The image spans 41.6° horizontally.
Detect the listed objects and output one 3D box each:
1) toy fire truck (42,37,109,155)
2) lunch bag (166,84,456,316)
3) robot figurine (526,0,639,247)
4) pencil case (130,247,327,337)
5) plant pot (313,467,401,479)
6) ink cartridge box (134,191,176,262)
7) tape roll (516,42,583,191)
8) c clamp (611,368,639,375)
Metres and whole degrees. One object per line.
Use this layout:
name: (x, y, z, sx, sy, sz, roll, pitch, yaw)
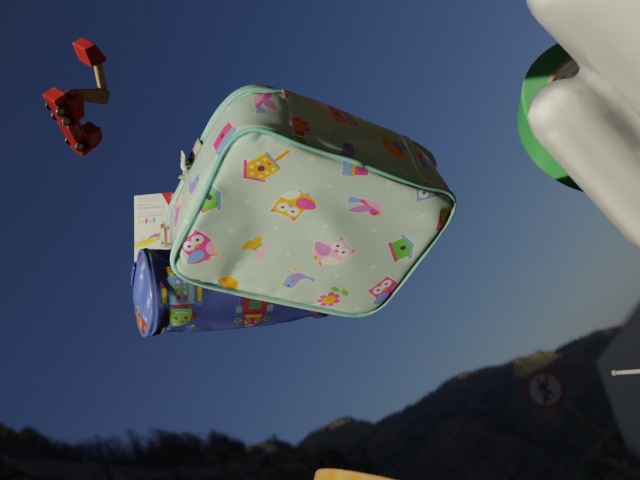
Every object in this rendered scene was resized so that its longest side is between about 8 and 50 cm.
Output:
toy fire truck: (-0.449, -0.270, 1.601, 0.135, 0.047, 0.192, -41, -41, -22)
lunch bag: (-0.020, -0.029, 0.894, 0.279, 0.108, 0.224, 16, -53, -25)
robot figurine: (0.259, -0.131, 0.468, 0.300, 0.353, 0.200, -44, 14, 16)
pencil case: (-0.120, 0.062, 1.205, 0.306, 0.133, 0.120, -3, -59, -29)
plant pot: (0.072, 0.349, 0.845, 0.205, 0.205, 0.188, 77, -154, -67)
ink cartridge box: (-0.297, 0.000, 1.718, 0.127, 0.128, 0.176, 30, -124, -75)
tape roll: (0.515, -0.228, 1.497, 0.321, 0.321, 0.077, -45, -25, -22)
c clamp: (0.400, 0.076, 0.949, 0.022, 0.137, 0.161, 28, -113, -46)
